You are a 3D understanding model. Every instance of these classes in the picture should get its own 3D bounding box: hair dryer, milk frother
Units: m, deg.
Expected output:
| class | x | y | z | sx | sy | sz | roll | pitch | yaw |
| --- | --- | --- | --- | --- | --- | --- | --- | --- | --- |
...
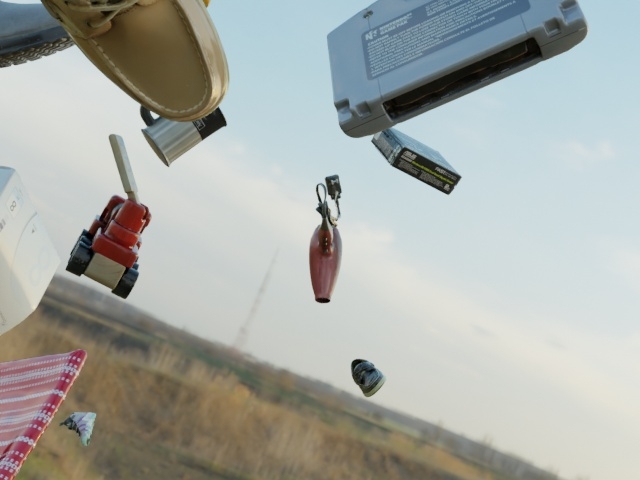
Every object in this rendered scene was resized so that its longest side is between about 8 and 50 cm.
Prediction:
| class | x | y | z | sx | sy | sz | roll | pitch | yaw |
| --- | --- | --- | --- | --- | --- | --- | --- | --- | --- |
| hair dryer | 0.000 | 0.000 | 2.288 | 0.080 | 0.294 | 0.223 | 0 | 14 | 11 |
| milk frother | -0.261 | -0.216 | 1.841 | 0.129 | 0.134 | 0.143 | 53 | -12 | 4 |

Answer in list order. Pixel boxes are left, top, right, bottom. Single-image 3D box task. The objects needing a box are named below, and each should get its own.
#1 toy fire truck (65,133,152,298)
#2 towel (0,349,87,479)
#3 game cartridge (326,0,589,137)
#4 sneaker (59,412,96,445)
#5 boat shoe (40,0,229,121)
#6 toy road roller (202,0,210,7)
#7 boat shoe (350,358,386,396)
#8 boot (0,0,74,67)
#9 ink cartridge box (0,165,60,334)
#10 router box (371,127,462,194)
| class | x | y | z | sx | sy | sz | roll | pitch | yaw |
| --- | --- | --- | --- | --- | --- | --- | --- | --- | --- |
| toy fire truck | -0.362 | -0.051 | 1.800 | 0.158 | 0.246 | 0.217 | 29 | 4 | -14 |
| towel | -0.369 | 0.225 | 1.027 | 0.198 | 0.275 | 0.031 | -11 | -52 | 36 |
| game cartridge | 0.151 | -0.248 | 1.186 | 0.297 | 0.198 | 0.062 | -22 | -50 | 18 |
| sneaker | -0.501 | 0.384 | 2.056 | 0.069 | 0.038 | 0.098 | 11 | 19 | -8 |
| boat shoe | -0.202 | -0.235 | 0.878 | 0.341 | 0.121 | 0.110 | 52 | 11 | -23 |
| toy road roller | -0.301 | -0.595 | 1.980 | 0.202 | 0.330 | 0.240 | -7 | 42 | -41 |
| boat shoe | 0.083 | 0.255 | 1.890 | 0.049 | 0.056 | 0.152 | 45 | -7 | -7 |
| boot | -0.431 | -0.299 | 1.120 | 0.338 | 0.223 | 0.118 | -10 | 6 | -9 |
| ink cartridge box | -0.684 | 0.087 | 2.051 | 0.091 | 0.385 | 0.308 | 7 | -38 | 12 |
| router box | 0.147 | -0.125 | 1.546 | 0.122 | 0.038 | 0.092 | 23 | 19 | -30 |
